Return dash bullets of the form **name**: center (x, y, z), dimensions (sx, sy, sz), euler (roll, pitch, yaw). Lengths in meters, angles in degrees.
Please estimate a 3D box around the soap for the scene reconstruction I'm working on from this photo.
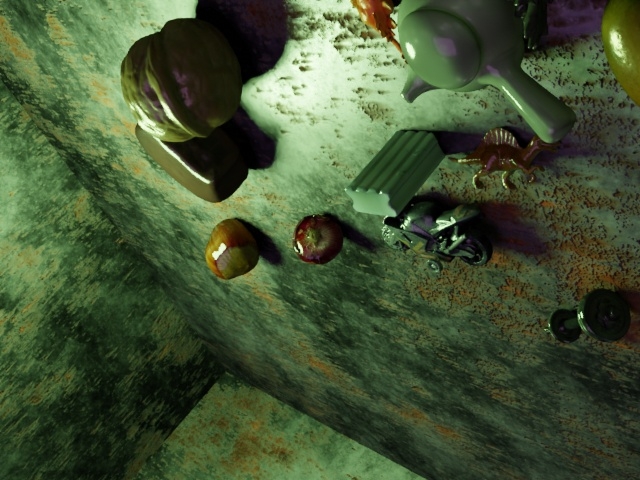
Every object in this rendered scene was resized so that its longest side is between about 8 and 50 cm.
- **soap**: center (0.156, -0.140, 1.287), dimensions (0.119, 0.198, 0.066), euler (13, 142, 44)

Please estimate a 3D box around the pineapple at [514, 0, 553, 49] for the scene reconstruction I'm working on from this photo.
- **pineapple**: center (0.248, -0.409, 0.794), dimensions (0.169, 0.169, 0.340), euler (3, 133, 52)

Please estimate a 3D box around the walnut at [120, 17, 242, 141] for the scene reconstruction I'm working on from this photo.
- **walnut**: center (-0.330, -0.377, 1.516), dimensions (0.297, 0.285, 0.285), euler (-17, 125, 18)

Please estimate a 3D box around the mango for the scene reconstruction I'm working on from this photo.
- **mango**: center (0.474, -0.230, 0.803), dimensions (0.254, 0.139, 0.175), euler (40, 143, 21)

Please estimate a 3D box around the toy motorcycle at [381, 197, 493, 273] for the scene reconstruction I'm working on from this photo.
- **toy motorcycle**: center (0.249, -0.026, 1.446), dimensions (0.307, 0.108, 0.173), euler (8, 133, 45)

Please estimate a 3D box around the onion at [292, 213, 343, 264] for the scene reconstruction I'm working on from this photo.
- **onion**: center (0.000, 0.000, 1.824), dimensions (0.150, 0.150, 0.140), euler (33, -177, 17)

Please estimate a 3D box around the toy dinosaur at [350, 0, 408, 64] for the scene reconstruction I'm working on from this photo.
- **toy dinosaur**: center (0.092, -0.406, 1.075), dimensions (0.288, 0.071, 0.117), euler (54, -172, -27)

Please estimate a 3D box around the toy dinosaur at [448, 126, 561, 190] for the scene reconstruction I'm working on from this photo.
- **toy dinosaur**: center (0.332, -0.160, 1.188), dimensions (0.212, 0.057, 0.142), euler (26, 138, 26)

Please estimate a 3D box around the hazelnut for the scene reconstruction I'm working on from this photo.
- **hazelnut**: center (-0.304, 0.032, 2.209), dimensions (0.186, 0.210, 0.210), euler (21, 156, -11)

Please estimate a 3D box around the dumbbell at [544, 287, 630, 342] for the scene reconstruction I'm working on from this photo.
- **dumbbell**: center (0.556, 0.175, 1.351), dimensions (0.110, 0.110, 0.254), euler (40, 160, 2)

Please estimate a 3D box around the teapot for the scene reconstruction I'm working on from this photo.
- **teapot**: center (0.254, -0.298, 0.974), dimensions (0.318, 0.149, 0.219), euler (24, 150, 33)

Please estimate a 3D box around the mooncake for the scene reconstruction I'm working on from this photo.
- **mooncake**: center (-0.364, -0.270, 1.787), dimensions (0.326, 0.174, 0.333), euler (36, 161, 15)
